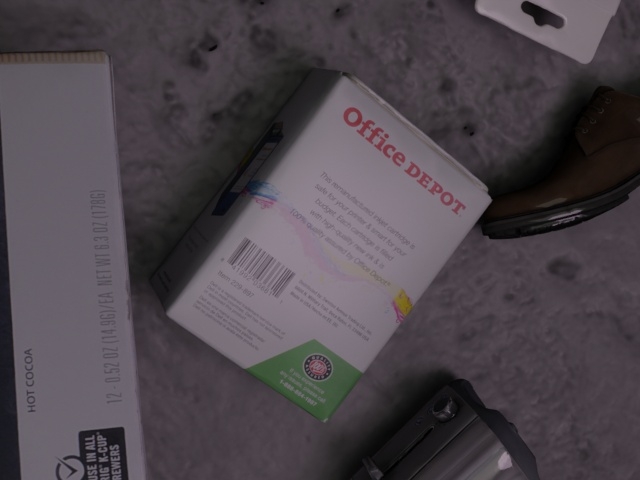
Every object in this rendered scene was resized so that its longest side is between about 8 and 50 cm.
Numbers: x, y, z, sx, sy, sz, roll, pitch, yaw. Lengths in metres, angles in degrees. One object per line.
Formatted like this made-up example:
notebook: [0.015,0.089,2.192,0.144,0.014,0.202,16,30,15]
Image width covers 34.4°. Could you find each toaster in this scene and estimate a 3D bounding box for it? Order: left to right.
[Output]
toaster: [0.125,0.237,0.840,0.146,0.129,0.227,-37,111,-2]

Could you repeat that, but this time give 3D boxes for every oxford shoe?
oxford shoe: [0.222,-0.069,0.840,0.227,0.083,0.096,-26,89,-11]

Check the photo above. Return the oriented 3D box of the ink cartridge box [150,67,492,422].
ink cartridge box: [0.000,0.000,0.772,0.154,0.093,0.212,37,91,-20]

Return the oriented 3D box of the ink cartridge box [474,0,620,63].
ink cartridge box: [0.185,-0.246,0.790,0.115,0.067,0.198,21,93,-19]

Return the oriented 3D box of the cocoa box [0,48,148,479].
cocoa box: [-0.224,0.094,0.590,0.227,0.231,0.347,-4,75,-15]
